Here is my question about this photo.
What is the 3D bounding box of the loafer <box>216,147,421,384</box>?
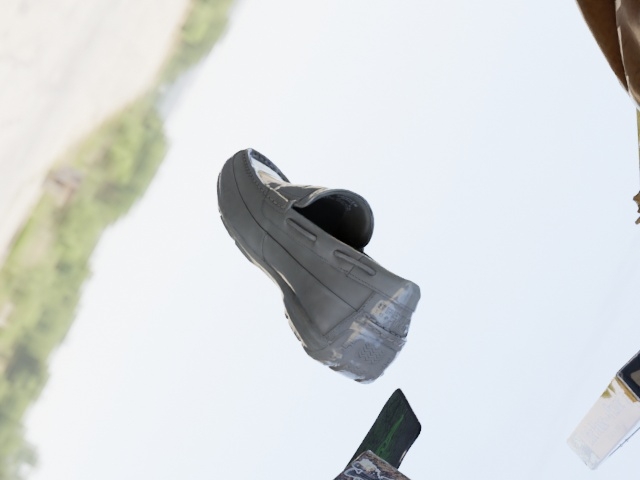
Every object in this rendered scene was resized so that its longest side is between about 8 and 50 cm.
[{"bbox_3d":[0.000,0.000,1.614,0.111,0.112,0.319,-52,-141,12],"label":"loafer"}]

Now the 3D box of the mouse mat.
[{"bbox_3d":[0.051,0.262,2.069,0.190,0.007,0.152,-59,-166,8],"label":"mouse mat"}]

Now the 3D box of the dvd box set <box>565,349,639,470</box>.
[{"bbox_3d":[0.458,0.133,2.304,0.307,0.062,0.420,-41,168,-11],"label":"dvd box set"}]

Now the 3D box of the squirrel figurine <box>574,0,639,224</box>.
[{"bbox_3d":[0.261,-0.161,0.972,0.370,0.281,0.397,49,26,-61],"label":"squirrel figurine"}]

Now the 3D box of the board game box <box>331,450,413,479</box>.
[{"bbox_3d":[0.086,0.337,1.334,0.141,0.291,0.232,-35,150,-41],"label":"board game box"}]

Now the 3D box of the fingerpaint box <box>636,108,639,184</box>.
[{"bbox_3d":[0.456,0.009,1.480,0.163,0.371,0.445,-55,148,-33],"label":"fingerpaint box"}]
